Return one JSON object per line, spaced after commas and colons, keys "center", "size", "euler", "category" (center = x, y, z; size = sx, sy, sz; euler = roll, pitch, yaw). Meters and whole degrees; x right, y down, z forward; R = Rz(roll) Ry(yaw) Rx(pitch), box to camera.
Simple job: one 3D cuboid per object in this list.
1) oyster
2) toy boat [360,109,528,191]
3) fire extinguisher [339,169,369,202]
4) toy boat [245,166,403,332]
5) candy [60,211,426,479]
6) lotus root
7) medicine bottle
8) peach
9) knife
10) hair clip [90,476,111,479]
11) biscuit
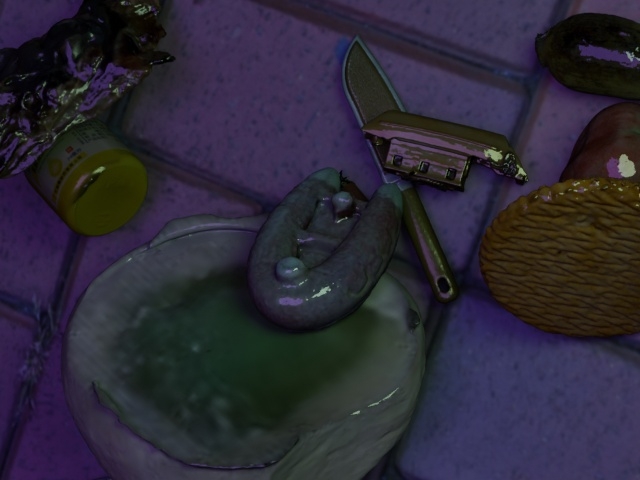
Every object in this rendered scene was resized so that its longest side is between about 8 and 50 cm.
{"center": [-0.353, -0.205, 2.053], "size": [0.361, 0.096, 0.221], "euler": [-36, 34, -3], "category": "oyster"}
{"center": [0.141, -0.096, 1.914], "size": [0.200, 0.057, 0.077], "euler": [14, 85, 12], "category": "toy boat"}
{"center": [0.047, -0.047, 1.983], "size": [0.083, 0.022, 0.028], "euler": [51, 143, 18], "category": "fire extinguisher"}
{"center": [0.000, 0.000, 1.874], "size": [0.155, 0.085, 0.227], "euler": [17, 54, 21], "category": "toy boat"}
{"center": [-0.104, 0.149, 1.929], "size": [0.427, 0.186, 0.386], "euler": [32, 65, 27], "category": "candy"}
{"center": [0.321, -0.203, 1.836], "size": [0.179, 0.080, 0.089], "euler": [13, 93, 22], "category": "lotus root"}
{"center": [-0.320, -0.109, 2.096], "size": [0.212, 0.122, 0.122], "euler": [44, 105, 34], "category": "medicine bottle"}
{"center": [0.330, -0.067, 1.810], "size": [0.152, 0.152, 0.152], "euler": [-1, 88, 24], "category": "peach"}
{"center": [0.098, -0.088, 1.962], "size": [0.061, 0.027, 0.343], "euler": [-24, 77, 5], "category": "knife"}
{"center": [-0.309, 0.330, 2.127], "size": [0.115, 0.030, 0.039], "euler": [-26, 97, 23], "category": "hair clip"}
{"center": [0.292, 0.019, 1.775], "size": [0.254, 0.254, 0.035], "euler": [-16, 45, 22], "category": "biscuit"}
